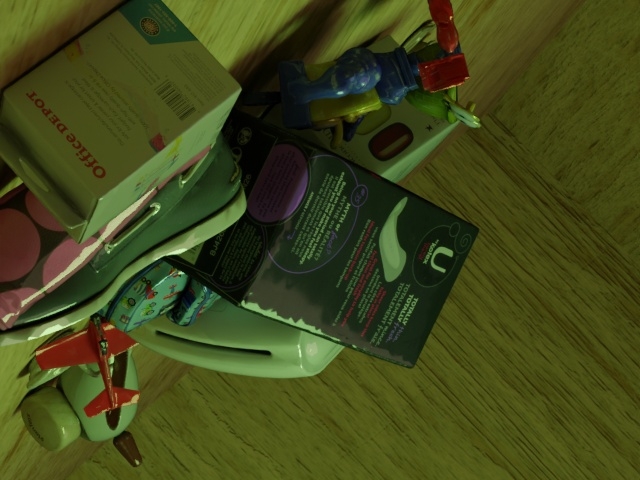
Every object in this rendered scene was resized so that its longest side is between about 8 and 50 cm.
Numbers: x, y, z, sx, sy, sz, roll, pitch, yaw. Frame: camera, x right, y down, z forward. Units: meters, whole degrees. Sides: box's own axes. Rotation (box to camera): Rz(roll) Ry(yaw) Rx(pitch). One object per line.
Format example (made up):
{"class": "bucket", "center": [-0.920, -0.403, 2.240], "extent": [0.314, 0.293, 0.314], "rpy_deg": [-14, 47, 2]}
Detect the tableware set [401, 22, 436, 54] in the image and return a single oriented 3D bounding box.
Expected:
{"class": "tableware set", "center": [0.098, -0.225, 2.110], "extent": [0.168, 0.020, 0.141], "rpy_deg": [-43, 175, 6]}

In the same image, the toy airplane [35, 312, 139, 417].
{"class": "toy airplane", "center": [-0.252, 0.141, 1.833], "extent": [0.151, 0.151, 0.028], "rpy_deg": [-43, -146, -7]}

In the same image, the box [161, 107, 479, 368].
{"class": "box", "center": [0.000, 0.000, 1.546], "extent": [0.270, 0.143, 0.165], "rpy_deg": [24, 93, -47]}

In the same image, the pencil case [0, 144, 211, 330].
{"class": "pencil case", "center": [-0.176, -0.035, 1.132], "extent": [0.209, 0.098, 0.095], "rpy_deg": [-41, 133, -11]}

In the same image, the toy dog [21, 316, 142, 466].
{"class": "toy dog", "center": [-0.245, 0.182, 1.990], "extent": [0.220, 0.161, 0.334], "rpy_deg": [-42, 175, -21]}

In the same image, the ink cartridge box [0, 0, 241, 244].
{"class": "ink cartridge box", "center": [-0.140, -0.074, 1.026], "extent": [0.143, 0.092, 0.090], "rpy_deg": [-40, 175, -24]}

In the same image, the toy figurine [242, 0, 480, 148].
{"class": "toy figurine", "center": [0.027, -0.179, 1.549], "extent": [0.217, 0.191, 0.362], "rpy_deg": [-14, -176, 5]}

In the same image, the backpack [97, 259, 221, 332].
{"class": "backpack", "center": [-0.159, 0.027, 1.623], "extent": [0.173, 0.117, 0.158], "rpy_deg": [-38, 173, -33]}

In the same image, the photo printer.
{"class": "photo printer", "center": [-0.061, 0.048, 1.824], "extent": [0.307, 0.256, 0.107], "rpy_deg": [-43, 136, -52]}

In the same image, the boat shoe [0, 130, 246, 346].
{"class": "boat shoe", "center": [-0.191, -0.016, 1.296], "extent": [0.319, 0.116, 0.099], "rpy_deg": [-31, 125, -38]}

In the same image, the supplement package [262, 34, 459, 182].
{"class": "supplement package", "center": [0.028, -0.111, 1.802], "extent": [0.134, 0.139, 0.244], "rpy_deg": [-45, 175, 38]}
